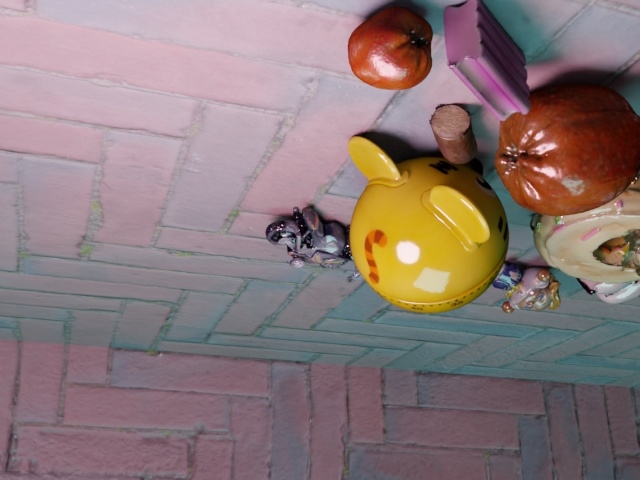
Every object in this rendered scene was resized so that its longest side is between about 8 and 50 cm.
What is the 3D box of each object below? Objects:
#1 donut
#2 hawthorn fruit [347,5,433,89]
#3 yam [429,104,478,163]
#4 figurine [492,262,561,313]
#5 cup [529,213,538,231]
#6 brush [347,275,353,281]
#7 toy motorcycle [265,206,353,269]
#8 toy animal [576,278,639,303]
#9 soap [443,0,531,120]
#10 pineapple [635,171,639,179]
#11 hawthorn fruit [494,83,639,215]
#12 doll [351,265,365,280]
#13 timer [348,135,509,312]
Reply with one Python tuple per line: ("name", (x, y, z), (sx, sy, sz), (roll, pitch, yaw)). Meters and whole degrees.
("donut", (0.653, -0.032, 1.912), (0.307, 0.150, 0.371), (-1, 150, 15))
("hawthorn fruit", (0.108, -0.301, 1.310), (0.133, 0.132, 0.138), (18, 163, -38))
("yam", (0.264, -0.207, 1.611), (0.084, 0.084, 0.127), (-6, 157, 14))
("figurine", (0.572, 0.130, 2.409), (0.274, 0.133, 0.194), (6, 135, -1))
("cup", (0.580, -0.044, 2.079), (0.083, 0.075, 0.054), (20, -172, -46))
("brush", (0.179, 0.090, 2.443), (0.266, 0.027, 0.062), (-15, 153, 43))
("toy motorcycle", (0.000, 0.000, 2.112), (0.173, 0.108, 0.307), (-24, 148, 29))
("toy animal", (0.803, 0.076, 2.204), (0.235, 0.165, 0.187), (23, 132, -40))
("soap", (0.275, -0.292, 1.341), (0.065, 0.122, 0.203), (-15, 153, 31))
("pineapple", (0.717, -0.185, 1.639), (0.125, 0.125, 0.251), (9, 161, -23))
("hawthorn fruit", (0.453, -0.171, 1.501), (0.262, 0.258, 0.258), (-36, 159, -8))
("doll", (0.130, 0.071, 2.346), (0.120, 0.075, 0.180), (-36, -177, -9))
("timer", (0.225, -0.039, 1.722), (0.376, 0.376, 0.387), (-6, 141, 14))
